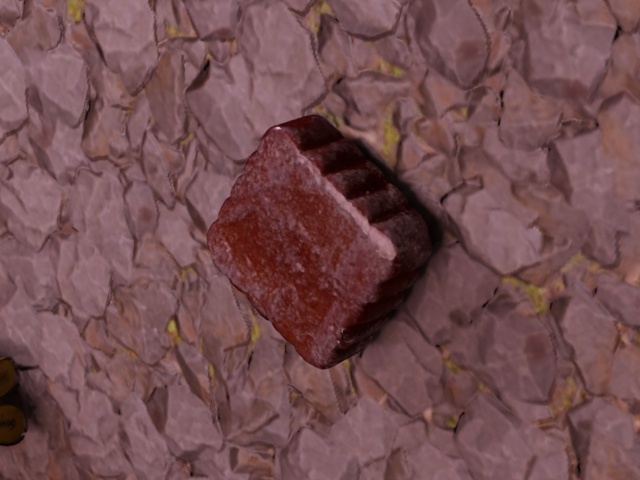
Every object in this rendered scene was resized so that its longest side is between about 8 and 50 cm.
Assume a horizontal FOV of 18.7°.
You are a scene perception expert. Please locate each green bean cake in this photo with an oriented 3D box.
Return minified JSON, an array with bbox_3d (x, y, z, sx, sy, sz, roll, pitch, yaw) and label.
[{"bbox_3d":[0.000,0.000,1.294,0.135,0.056,0.135,48,131,19],"label":"green bean cake"}]

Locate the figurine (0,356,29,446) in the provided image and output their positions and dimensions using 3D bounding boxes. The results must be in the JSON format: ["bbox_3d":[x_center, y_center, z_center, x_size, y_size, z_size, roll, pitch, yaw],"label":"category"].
[{"bbox_3d":[-0.368,0.122,1.614,0.263,0.143,0.162,3,114,29],"label":"figurine"}]
